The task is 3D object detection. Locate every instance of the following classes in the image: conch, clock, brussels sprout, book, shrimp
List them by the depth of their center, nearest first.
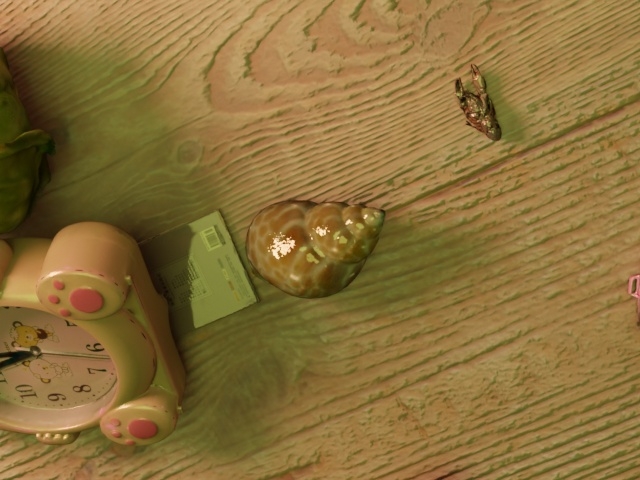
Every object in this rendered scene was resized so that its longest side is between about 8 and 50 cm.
[{"bbox_3d":[-0.421,-0.122,1.041,0.294,0.227,0.259,-4,108,43],"label":"brussels sprout"},{"bbox_3d":[-0.326,0.117,1.089,0.309,0.114,0.284,-6,130,9],"label":"clock"},{"bbox_3d":[0.177,-0.153,1.091,0.038,0.029,0.092,-18,92,16],"label":"shrimp"},{"bbox_3d":[-0.013,0.009,1.097,0.173,0.106,0.116,14,82,16],"label":"conch"},{"bbox_3d":[-0.178,0.053,1.159,0.181,0.014,0.127,-24,97,8],"label":"book"}]

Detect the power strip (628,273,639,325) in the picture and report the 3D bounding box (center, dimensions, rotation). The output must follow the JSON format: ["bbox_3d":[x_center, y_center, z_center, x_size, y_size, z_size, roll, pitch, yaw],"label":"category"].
[{"bbox_3d":[0.497,0.064,1.094,0.279,0.037,0.109,3,99,4],"label":"power strip"}]
